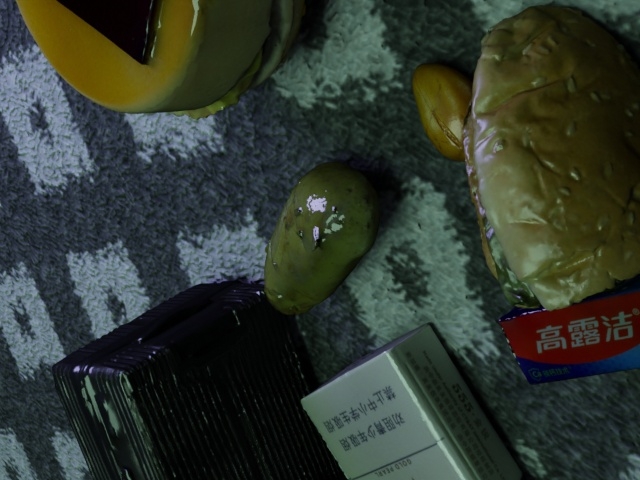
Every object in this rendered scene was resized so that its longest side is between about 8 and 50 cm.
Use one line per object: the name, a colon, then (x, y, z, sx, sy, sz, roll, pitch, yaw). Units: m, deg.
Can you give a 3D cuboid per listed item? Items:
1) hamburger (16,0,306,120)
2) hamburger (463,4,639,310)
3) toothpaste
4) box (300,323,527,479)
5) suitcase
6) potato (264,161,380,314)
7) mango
hamburger: (-0.138, -0.251, 0.932, 0.300, 0.176, 0.300, 23, 126, 36)
hamburger: (0.171, -0.065, 0.760, 0.135, 0.155, 0.208, -12, 96, 43)
toothpaste: (0.273, 0.039, 0.762, 0.320, 0.076, 0.066, -20, 100, 49)
box: (0.107, 0.224, 1.037, 0.259, 0.071, 0.168, 57, 139, 3)
suitcase: (-0.115, 0.230, 1.140, 0.152, 0.229, 0.335, -5, 108, 46)
potato: (0.000, 0.000, 1.007, 0.188, 0.085, 0.105, 121, 150, -44)
mango: (0.103, -0.105, 0.874, 0.089, 0.046, 0.060, 54, 139, 13)
